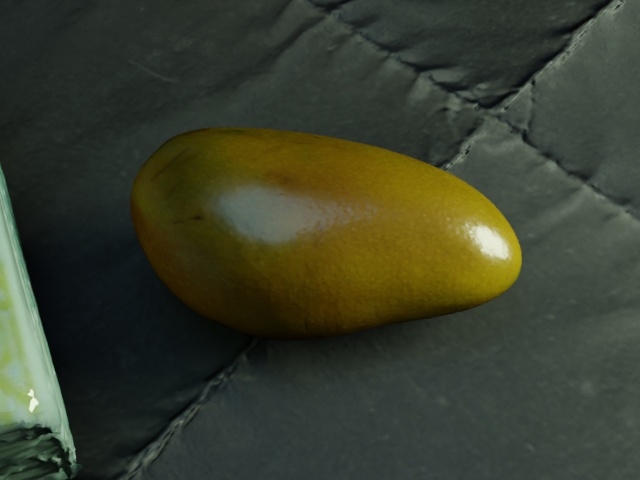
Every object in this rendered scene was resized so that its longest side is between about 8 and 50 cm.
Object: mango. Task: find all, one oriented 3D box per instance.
[{"bbox_3d":[0.000,0.000,0.834,0.253,0.113,0.139,10,54,6],"label":"mango"}]

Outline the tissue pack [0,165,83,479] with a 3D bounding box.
[{"bbox_3d":[-0.332,-0.007,0.813,0.287,0.162,0.388,-17,68,-6],"label":"tissue pack"}]
